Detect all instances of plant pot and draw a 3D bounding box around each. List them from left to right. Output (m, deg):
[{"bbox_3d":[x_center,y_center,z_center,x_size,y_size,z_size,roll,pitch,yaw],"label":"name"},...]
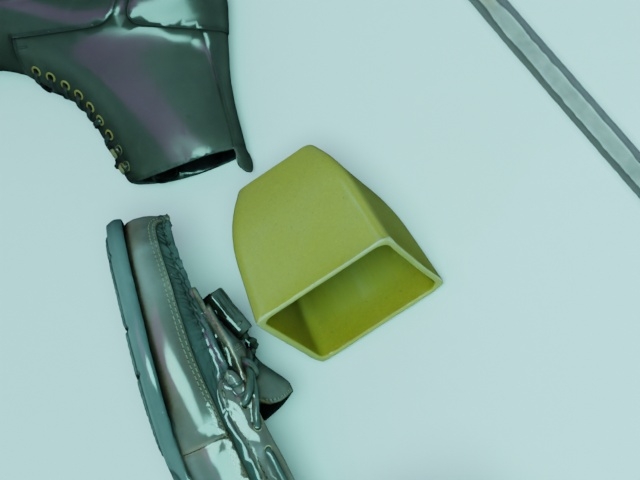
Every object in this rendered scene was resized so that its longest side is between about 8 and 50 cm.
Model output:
[{"bbox_3d":[0.000,0.000,0.905,0.081,0.081,0.083,-34,62,12],"label":"plant pot"}]

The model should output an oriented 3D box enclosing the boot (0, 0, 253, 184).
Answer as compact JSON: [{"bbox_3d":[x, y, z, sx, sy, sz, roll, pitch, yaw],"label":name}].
[{"bbox_3d":[-0.140,-0.083,0.972,0.197,0.077,0.137,-15,82,18],"label":"boot"}]

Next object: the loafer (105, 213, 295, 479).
[{"bbox_3d":[-0.041,0.108,0.907,0.084,0.096,0.268,-17,83,-3],"label":"loafer"}]
